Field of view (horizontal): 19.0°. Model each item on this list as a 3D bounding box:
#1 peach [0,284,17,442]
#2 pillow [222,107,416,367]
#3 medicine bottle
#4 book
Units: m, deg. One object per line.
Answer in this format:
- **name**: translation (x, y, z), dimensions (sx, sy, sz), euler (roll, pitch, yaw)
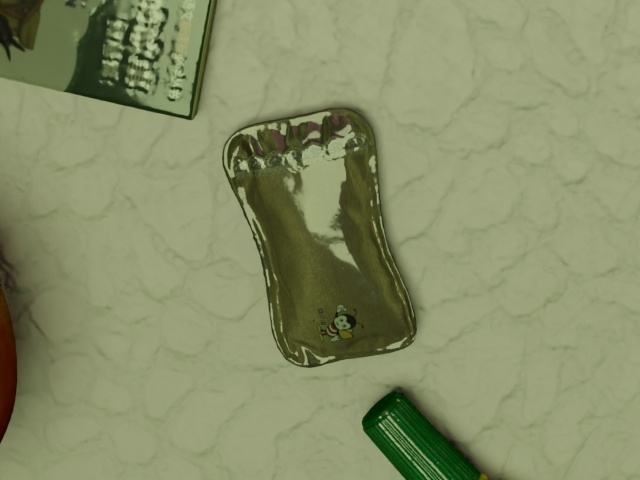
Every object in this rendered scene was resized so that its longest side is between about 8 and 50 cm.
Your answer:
- **peach**: translation (-0.444, 0.104, 1.527), dimensions (0.388, 0.388, 0.388), euler (3, 109, 9)
- **pillow**: translation (0.000, 0.000, 1.590), dimensions (0.130, 0.033, 0.217), euler (-10, 106, 12)
- **medicine bottle**: translation (0.135, 0.235, 1.629), dimensions (0.095, 0.064, 0.260), euler (-40, 98, 17)
- **book**: translation (-0.212, -0.221, 1.555), dimensions (0.264, 0.027, 0.202), euler (14, 109, 5)
